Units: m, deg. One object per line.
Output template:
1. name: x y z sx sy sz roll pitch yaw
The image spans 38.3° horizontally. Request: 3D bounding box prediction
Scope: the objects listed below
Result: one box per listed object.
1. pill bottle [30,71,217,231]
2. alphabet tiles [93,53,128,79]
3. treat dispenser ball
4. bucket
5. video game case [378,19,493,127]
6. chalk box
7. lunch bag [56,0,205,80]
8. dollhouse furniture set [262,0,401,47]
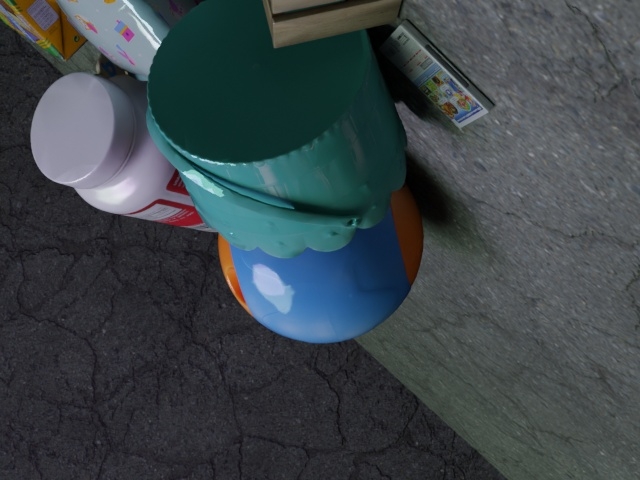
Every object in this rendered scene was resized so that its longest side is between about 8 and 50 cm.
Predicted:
1. pill bottle: -0.277 -0.147 1.558 0.229 0.229 0.408 37 -168 27
2. alphabet tiles: -0.340 -0.247 1.766 0.021 0.284 0.278 -14 138 25
3. treat dispenser ball: 0.000 0.000 1.294 0.288 0.288 0.288 41 170 9
4. bucket: -0.049 -0.136 1.015 0.281 0.281 0.183 37 166 28
5. video game case: 0.116 -0.167 0.939 0.122 0.011 0.087 44 170 -5
6. chalk box: -0.492 -0.463 1.564 0.289 0.180 0.179 33 166 37
7. lunch bag: -0.267 -0.339 1.285 0.223 0.160 0.262 48 175 -26
8. dollhouse furniture set: 0.000 -0.285 0.842 0.144 0.123 0.151 103 154 -79
